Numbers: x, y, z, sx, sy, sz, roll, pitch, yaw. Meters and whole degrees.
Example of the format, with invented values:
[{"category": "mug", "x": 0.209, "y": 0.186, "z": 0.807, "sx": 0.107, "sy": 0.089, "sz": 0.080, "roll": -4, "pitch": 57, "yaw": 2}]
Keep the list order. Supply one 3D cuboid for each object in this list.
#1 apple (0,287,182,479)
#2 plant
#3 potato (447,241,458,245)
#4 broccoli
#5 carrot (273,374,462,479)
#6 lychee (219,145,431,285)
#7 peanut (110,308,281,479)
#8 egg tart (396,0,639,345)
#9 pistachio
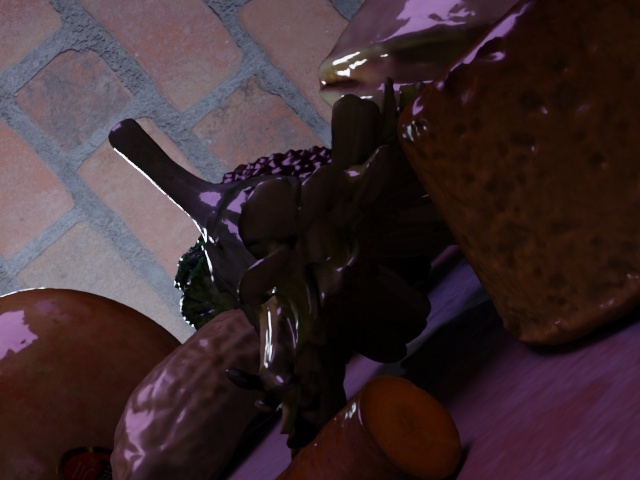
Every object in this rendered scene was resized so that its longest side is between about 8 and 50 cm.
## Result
[{"category": "apple", "x": -0.356, "y": 0.251, "z": 1.108, "sx": 0.391, "sy": 0.346, "sz": 0.391, "roll": -46, "pitch": -4, "yaw": -4}, {"category": "plant", "x": -0.027, "y": 0.018, "z": 0.583, "sx": 0.261, "sy": 0.297, "sz": 0.306, "roll": -88, "pitch": 20, "yaw": -55}, {"category": "potato", "x": 0.157, "y": -0.021, "z": 0.872, "sx": 0.083, "sy": 0.062, "sz": 0.068, "roll": -10, "pitch": -45, "yaw": -27}, {"category": "broccoli", "x": -0.076, "y": 0.073, "z": 1.185, "sx": 0.265, "sy": 0.245, "sz": 0.294, "roll": -16, "pitch": -20, "yaw": -38}, {"category": "carrot", "x": -0.020, "y": 0.150, "z": 0.444, "sx": 0.224, "sy": 0.057, "sz": 0.057, "roll": -46, "pitch": -2, "yaw": 34}, {"category": "lychee", "x": 0.000, "y": 0.000, "z": 0.964, "sx": 0.236, "sy": 0.271, "sz": 0.236, "roll": -159, "pitch": 90, "yaw": -90}, {"category": "peanut", "x": -0.131, "y": 0.189, "z": 0.953, "sx": 0.325, "sy": 0.140, "sz": 0.153, "roll": -49, "pitch": -13, "yaw": -47}, {"category": "egg tart", "x": 0.139, "y": -0.059, "z": 0.441, "sx": 0.202, "sy": 0.147, "sz": 0.202, "roll": -41, "pitch": 3, "yaw": 2}, {"category": "pistachio", "x": 0.181, "y": -0.192, "z": 0.932, "sx": 0.365, "sy": 0.281, "sz": 0.445, "roll": -6, "pitch": 8, "yaw": -16}]
